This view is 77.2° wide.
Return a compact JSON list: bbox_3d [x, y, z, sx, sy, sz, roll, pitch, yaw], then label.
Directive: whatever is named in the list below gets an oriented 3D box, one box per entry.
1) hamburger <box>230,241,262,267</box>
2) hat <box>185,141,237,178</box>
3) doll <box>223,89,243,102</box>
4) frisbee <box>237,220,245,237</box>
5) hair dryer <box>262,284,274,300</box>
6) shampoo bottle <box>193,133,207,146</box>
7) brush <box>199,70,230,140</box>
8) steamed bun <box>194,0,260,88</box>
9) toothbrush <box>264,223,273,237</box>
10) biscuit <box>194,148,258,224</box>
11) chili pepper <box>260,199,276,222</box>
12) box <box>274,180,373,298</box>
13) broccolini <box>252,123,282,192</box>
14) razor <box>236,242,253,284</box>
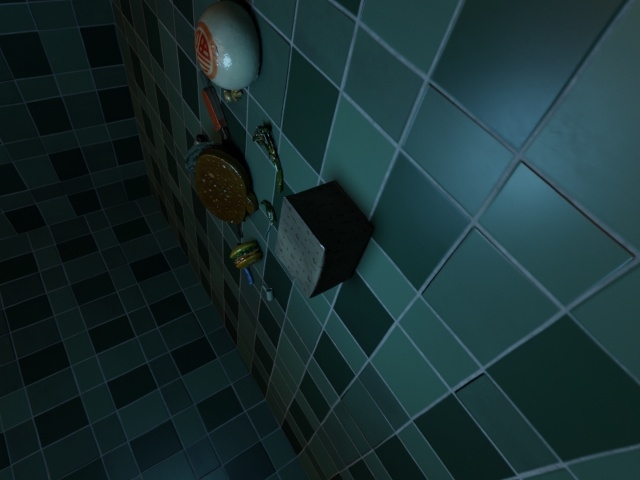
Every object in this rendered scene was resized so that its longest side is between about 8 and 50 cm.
[{"bbox_3d":[-0.380,0.075,2.051,0.115,0.162,0.162,61,152,8],"label":"hamburger"},{"bbox_3d":[-0.513,-0.397,1.941,0.128,0.266,0.265,-87,3,-46],"label":"hat"},{"bbox_3d":[-0.350,-0.584,1.606,0.093,0.051,0.061,2,106,59],"label":"doll"},{"bbox_3d":[-0.463,-0.123,2.200,0.187,0.012,0.211,54,151,24],"label":"frisbee"},{"bbox_3d":[-0.290,0.268,2.176,0.124,0.038,0.063,44,144,50],"label":"hair dryer"},{"bbox_3d":[-0.652,-0.469,2.200,0.127,0.078,0.256,55,148,29],"label":"shampoo bottle"},{"bbox_3d":[-0.491,-0.612,1.833,0.070,0.051,0.323,0,110,63],"label":"brush"},{"bbox_3d":[-0.335,-0.662,1.382,0.283,0.177,0.282,40,142,41],"label":"steamed bun"},{"bbox_3d":[-0.241,-0.047,1.865,0.014,0.011,0.167,55,151,10],"label":"toothbrush"},{"bbox_3d":[-0.440,-0.242,1.898,0.351,0.070,0.394,31,139,5],"label":"biscuit"},{"bbox_3d":[-0.228,-0.132,1.753,0.055,0.035,0.118,-42,77,44],"label":"chili pepper"},{"bbox_3d":[0.000,0.000,1.285,0.225,0.191,0.297,53,151,24],"label":"box"},{"bbox_3d":[-0.203,-0.315,1.559,0.123,0.062,0.271,35,143,61],"label":"broccolini"},{"bbox_3d":[-0.440,0.139,2.329,0.082,0.042,0.253,12,122,56],"label":"razor"}]
